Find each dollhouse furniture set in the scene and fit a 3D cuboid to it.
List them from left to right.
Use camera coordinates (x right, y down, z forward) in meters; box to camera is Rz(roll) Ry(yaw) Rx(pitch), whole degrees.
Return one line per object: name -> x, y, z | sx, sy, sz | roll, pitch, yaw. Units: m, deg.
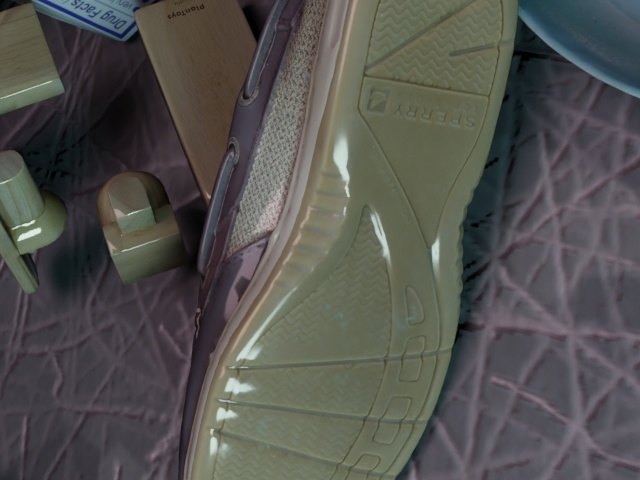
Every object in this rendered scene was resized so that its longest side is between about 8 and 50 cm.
dollhouse furniture set -> -0.098, -0.039, 0.618 | 0.151, 0.123, 0.144 | -20, 64, -8

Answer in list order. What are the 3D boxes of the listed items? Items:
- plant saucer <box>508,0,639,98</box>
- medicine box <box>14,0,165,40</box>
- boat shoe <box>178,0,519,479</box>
plant saucer -> 0.195, -0.191, 0.439 | 0.318, 0.044, 0.317 | -8, 76, 33
medicine box -> -0.098, -0.300, 0.601 | 0.289, 0.149, 0.263 | -38, 61, 22
boat shoe -> 0.000, 0.000, 0.505 | 0.092, 0.103, 0.285 | 34, 113, 59
